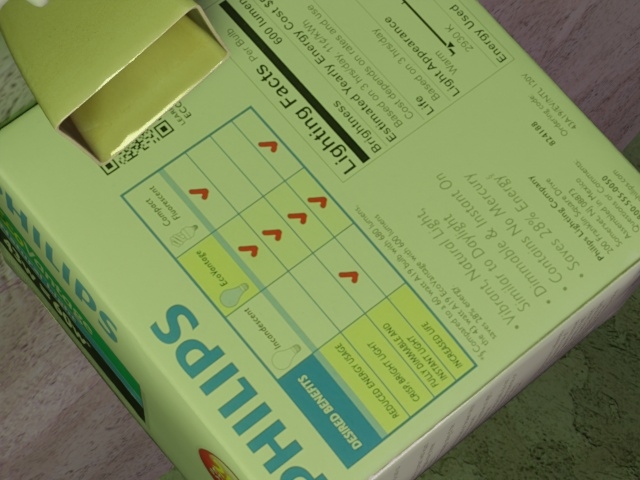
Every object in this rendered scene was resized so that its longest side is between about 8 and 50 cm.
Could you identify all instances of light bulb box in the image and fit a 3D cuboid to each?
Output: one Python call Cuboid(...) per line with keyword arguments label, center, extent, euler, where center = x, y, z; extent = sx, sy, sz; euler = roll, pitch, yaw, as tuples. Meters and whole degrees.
Cuboid(label="light bulb box", center=(0.000, 0.000, 1.238), extent=(0.361, 0.358, 0.225), euler=(-36, 165, -17))

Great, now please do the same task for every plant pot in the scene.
Cuboid(label="plant pot", center=(-0.133, -0.124, 1.006), extent=(0.109, 0.096, 0.109), euler=(-41, 167, -1))

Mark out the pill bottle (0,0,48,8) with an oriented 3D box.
Cuboid(label="pill bottle", center=(-0.247, -0.070, 0.584), extent=(0.361, 0.204, 0.204), euler=(-40, 168, -5))
